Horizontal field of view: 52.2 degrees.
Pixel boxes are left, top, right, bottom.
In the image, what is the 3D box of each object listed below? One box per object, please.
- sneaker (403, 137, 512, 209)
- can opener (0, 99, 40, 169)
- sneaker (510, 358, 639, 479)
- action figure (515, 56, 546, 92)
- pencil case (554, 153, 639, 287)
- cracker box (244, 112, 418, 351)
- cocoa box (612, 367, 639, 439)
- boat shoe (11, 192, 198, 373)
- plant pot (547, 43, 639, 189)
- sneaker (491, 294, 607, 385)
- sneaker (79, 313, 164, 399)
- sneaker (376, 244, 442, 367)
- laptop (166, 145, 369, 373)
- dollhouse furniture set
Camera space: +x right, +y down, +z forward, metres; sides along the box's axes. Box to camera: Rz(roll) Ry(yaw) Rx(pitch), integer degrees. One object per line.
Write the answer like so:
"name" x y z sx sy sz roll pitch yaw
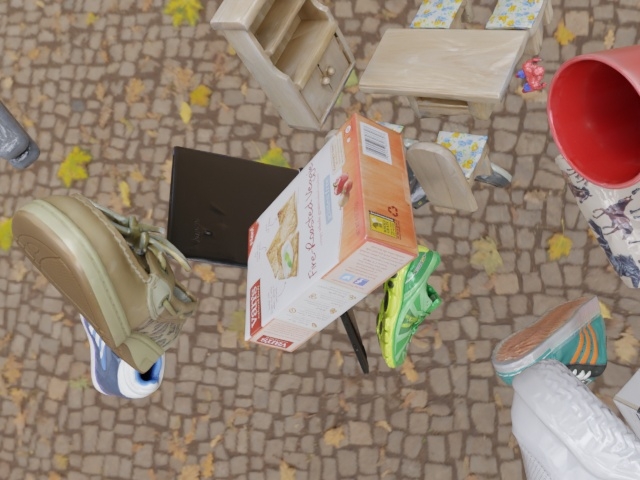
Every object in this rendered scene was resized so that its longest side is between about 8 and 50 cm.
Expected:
"sneaker" 0.229 -0.103 1.193 0.222 0.083 0.118 15 94 -1
"can opener" -0.473 -0.222 0.898 0.093 0.074 0.280 -36 78 -6
"sneaker" 0.160 0.270 0.464 0.210 0.137 0.366 -27 109 0
"action figure" 0.252 -0.196 0.776 0.030 0.115 0.038 -18 95 16
"pencil case" 0.762 -0.072 1.633 0.183 0.160 0.410 -24 81 -7
"cracker box" 0.000 0.000 0.696 0.232 0.067 0.156 -44 38 43
"cocoa box" 0.734 0.261 1.106 0.347 0.228 0.231 -43 109 -9
"boat shoe" -0.153 0.027 0.511 0.089 0.285 0.104 -42 81 -18
"plant pot" 0.636 -0.270 1.297 0.243 0.275 0.275 -24 74 -16
"sneaker" 0.362 0.173 0.972 0.108 0.302 0.121 -24 84 43
"sneaker" -0.441 0.203 1.510 0.236 0.130 0.323 -12 83 41
"sneaker" 0.183 0.144 1.330 0.123 0.109 0.296 2 121 -7
"laptop" -0.099 0.030 1.280 0.236 0.408 0.382 -19 36 4
"dollhouse furniture set" 0.085 -0.286 0.951 0.394 0.256 0.362 14 68 34
